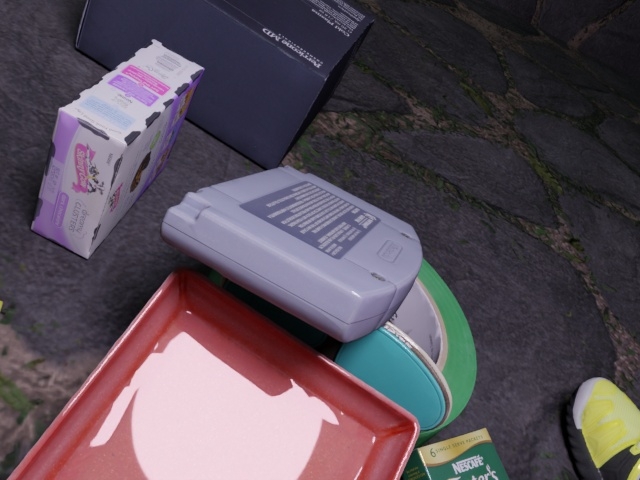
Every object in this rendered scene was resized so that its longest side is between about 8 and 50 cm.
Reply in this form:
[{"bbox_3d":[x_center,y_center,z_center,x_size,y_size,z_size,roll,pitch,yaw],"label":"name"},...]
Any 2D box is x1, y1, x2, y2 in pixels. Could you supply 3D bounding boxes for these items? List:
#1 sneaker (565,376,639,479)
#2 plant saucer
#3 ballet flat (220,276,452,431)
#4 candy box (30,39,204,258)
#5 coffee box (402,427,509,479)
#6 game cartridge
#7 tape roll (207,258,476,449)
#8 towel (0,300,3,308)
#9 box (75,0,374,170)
[{"bbox_3d":[0.429,0.322,0.716,0.145,0.147,0.384,7,44,-29],"label":"sneaker"},{"bbox_3d":[-0.082,0.190,0.496,0.259,0.047,0.258,34,59,-2],"label":"plant saucer"},{"bbox_3d":[0.020,0.087,0.598,0.248,0.086,0.086,35,37,2],"label":"ballet flat"},{"bbox_3d":[-0.217,-0.103,0.671,0.070,0.164,0.196,29,37,-7],"label":"candy box"},{"bbox_3d":[0.158,0.288,0.614,0.113,0.040,0.184,1,57,-36],"label":"coffee box"},{"bbox_3d":[0.000,0.000,0.605,0.198,0.062,0.297,32,18,8],"label":"game cartridge"},{"bbox_3d":[0.026,0.093,0.716,0.321,0.077,0.321,21,40,-19],"label":"tape roll"},{"bbox_3d":[-0.373,0.037,0.466,0.237,0.021,0.102,33,33,-30],"label":"towel"},{"bbox_3d":[-0.131,-0.324,0.964,0.343,0.179,0.312,32,36,-3],"label":"box"}]
